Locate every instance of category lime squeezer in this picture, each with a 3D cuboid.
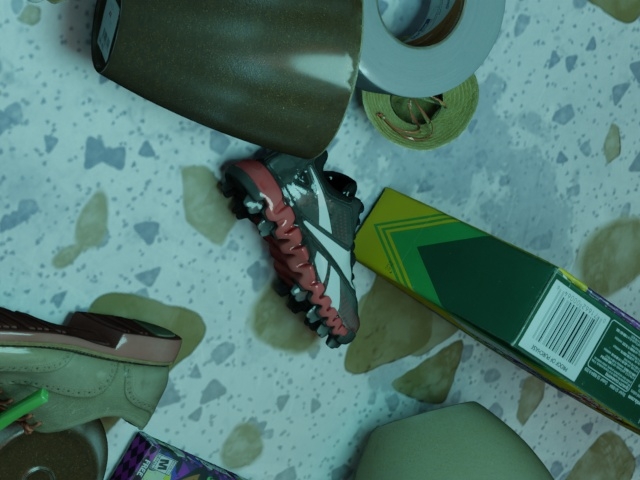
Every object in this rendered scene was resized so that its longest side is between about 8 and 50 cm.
[{"bbox_3d":[-0.368,0.259,1.779,0.059,0.110,0.310,-61,174,-57],"label":"lime squeezer"}]

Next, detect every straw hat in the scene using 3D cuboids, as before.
[{"bbox_3d":[0.106,-0.155,1.963,0.144,0.144,0.061,-33,166,-19],"label":"straw hat"}]

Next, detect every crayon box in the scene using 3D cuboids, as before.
[{"bbox_3d":[0.252,0.098,2.014,0.363,0.313,0.106,33,86,-39],"label":"crayon box"}]

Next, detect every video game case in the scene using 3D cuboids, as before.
[{"bbox_3d":[-0.188,0.357,2.000,0.210,0.042,0.232,32,90,-41],"label":"video game case"}]

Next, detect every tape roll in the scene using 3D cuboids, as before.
[{"bbox_3d":[0.092,-0.266,1.873,0.219,0.072,0.219,-5,101,-28],"label":"tape roll"}]

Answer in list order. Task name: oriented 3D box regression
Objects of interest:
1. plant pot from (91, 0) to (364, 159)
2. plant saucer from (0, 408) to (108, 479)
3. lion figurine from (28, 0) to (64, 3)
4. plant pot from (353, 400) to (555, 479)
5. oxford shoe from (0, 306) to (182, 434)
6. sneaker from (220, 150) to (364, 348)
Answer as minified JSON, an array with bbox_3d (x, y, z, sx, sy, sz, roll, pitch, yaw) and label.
[{"bbox_3d":[-0.104,-0.201,1.729,0.230,0.215,0.215,6,107,-22],"label":"plant pot"},{"bbox_3d":[-0.313,0.258,1.875,0.199,0.036,0.198,-13,116,-29],"label":"plant saucer"},{"bbox_3d":[-0.375,-0.265,1.539,0.392,0.142,0.240,-39,112,-8],"label":"lion figurine"},{"bbox_3d":[0.151,0.302,2.094,0.284,0.284,0.191,-10,80,-31],"label":"plant pot"},{"bbox_3d":[-0.298,0.140,1.769,0.348,0.123,0.130,8,98,-36],"label":"oxford shoe"},{"bbox_3d":[0.000,0.000,1.937,0.135,0.097,0.276,-36,125,-14],"label":"sneaker"}]
